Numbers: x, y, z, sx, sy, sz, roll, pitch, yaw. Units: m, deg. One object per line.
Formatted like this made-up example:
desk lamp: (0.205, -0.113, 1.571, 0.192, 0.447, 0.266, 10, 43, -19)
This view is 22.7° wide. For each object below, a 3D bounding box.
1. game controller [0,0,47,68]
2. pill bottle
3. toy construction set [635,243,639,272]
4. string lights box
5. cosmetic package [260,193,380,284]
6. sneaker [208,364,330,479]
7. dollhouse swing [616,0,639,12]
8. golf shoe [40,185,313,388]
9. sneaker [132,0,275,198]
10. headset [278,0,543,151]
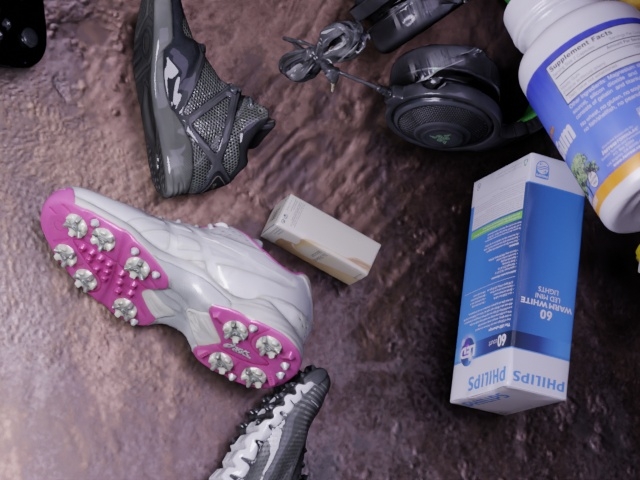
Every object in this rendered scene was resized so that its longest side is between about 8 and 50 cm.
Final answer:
game controller: (-0.358, -0.333, 1.627, 0.166, 0.067, 0.319, 13, 66, -62)
pill bottle: (0.304, -0.156, 1.694, 0.152, 0.152, 0.272, -16, 63, -23)
toy construction set: (0.512, -0.038, 1.794, 0.327, 0.151, 0.215, -15, 109, -27)
string lights box: (0.215, 0.050, 1.738, 0.076, 0.133, 0.260, 14, 73, -20)
cosmetic package: (0.000, 0.000, 1.711, 0.115, 0.060, 0.041, 29, 70, -10)
sneaker: (-0.049, 0.238, 1.626, 0.106, 0.078, 0.234, 41, 69, -11)
dollhouse swing: (0.433, -0.324, 1.912, 0.347, 0.305, 0.315, -24, 116, -23)
golf shoe: (-0.141, 0.028, 1.639, 0.306, 0.115, 0.140, 34, 44, -7)
sneaker: (-0.126, -0.163, 1.693, 0.130, 0.087, 0.227, -8, 83, -24)
headset: (0.130, -0.219, 1.747, 0.394, 0.185, 0.243, -13, 81, -34)
